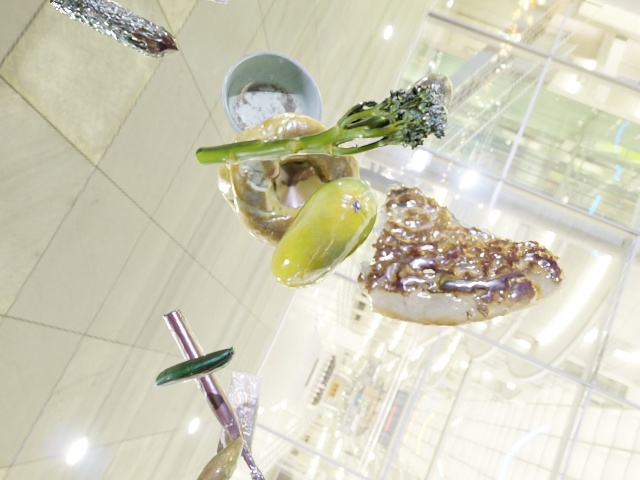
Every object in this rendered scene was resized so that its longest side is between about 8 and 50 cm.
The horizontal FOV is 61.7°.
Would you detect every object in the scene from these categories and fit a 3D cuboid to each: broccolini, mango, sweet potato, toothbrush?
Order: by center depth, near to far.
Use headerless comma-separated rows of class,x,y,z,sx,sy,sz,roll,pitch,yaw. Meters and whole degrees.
mango,0.000,0.001,0.661,0.191,0.085,0.122,-52,-166,36
sweet potato,-0.141,0.312,0.668,0.038,0.041,0.153,92,21,-51
broccolini,-0.012,-0.154,0.758,0.074,0.392,0.079,-19,106,-58
toothbrush,-0.195,0.289,0.991,0.040,0.364,0.041,-30,168,-7

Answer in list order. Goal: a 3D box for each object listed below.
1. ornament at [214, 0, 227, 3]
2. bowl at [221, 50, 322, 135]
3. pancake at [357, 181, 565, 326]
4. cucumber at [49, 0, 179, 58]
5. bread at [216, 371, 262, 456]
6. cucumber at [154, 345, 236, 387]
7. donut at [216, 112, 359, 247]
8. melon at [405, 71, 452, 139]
ornament,-0.376,-0.843,1.495,0.240,0.239,0.240,-115,-145,-43
bowl,-0.153,-0.376,1.531,0.289,0.289,0.146,-64,-163,-16
pancake,0.168,0.010,0.740,0.057,0.266,0.245,88,-14,-51
cucumber,-0.534,-0.571,1.408,0.096,0.359,0.096,-59,174,-10
bread,-0.177,0.382,1.183,0.105,0.077,0.152,-90,-174,-84
cucumber,-0.206,0.208,0.863,0.184,0.033,0.036,-22,-162,27
donut,-0.083,-0.152,1.374,0.360,0.360,0.170,-68,-157,10
melon,0.212,-0.276,1.115,0.162,0.099,0.099,-55,172,2
